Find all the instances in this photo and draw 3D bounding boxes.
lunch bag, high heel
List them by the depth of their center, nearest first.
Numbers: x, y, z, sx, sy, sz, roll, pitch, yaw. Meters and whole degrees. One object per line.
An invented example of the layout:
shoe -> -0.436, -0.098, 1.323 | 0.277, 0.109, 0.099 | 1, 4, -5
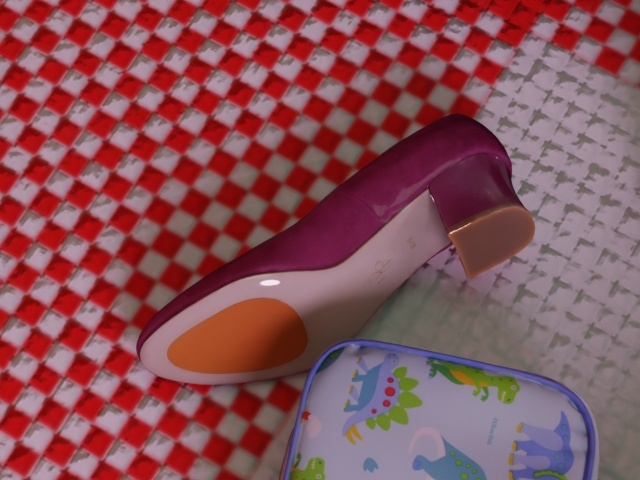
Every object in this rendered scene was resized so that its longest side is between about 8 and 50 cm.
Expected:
lunch bag -> 0.058, 0.173, 0.998 | 0.176, 0.090, 0.219 | 11, 67, 4
high heel -> 0.000, 0.000, 1.094 | 0.244, 0.082, 0.117 | -27, 37, 3
